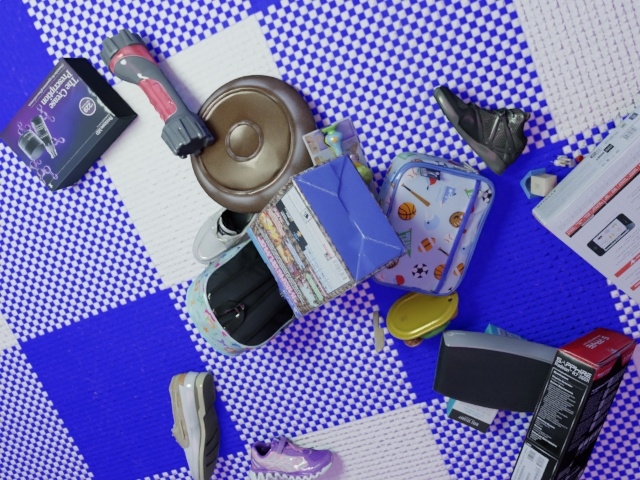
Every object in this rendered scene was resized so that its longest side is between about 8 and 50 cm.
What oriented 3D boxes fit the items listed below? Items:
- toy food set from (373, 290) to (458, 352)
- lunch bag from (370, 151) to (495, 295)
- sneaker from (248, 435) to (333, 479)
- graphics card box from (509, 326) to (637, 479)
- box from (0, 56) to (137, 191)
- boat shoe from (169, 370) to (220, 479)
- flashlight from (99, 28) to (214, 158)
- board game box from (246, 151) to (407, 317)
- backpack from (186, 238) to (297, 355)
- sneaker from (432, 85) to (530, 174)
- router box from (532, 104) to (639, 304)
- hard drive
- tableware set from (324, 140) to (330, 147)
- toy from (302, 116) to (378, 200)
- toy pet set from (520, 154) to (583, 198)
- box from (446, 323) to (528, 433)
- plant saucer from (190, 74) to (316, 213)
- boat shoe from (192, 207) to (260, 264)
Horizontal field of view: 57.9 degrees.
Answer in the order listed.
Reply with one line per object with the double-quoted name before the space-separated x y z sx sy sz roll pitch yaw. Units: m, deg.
"toy food set" 0.228 0.185 1.338 0.217 0.128 0.071 -28 128 16
"lunch bag" 0.235 -0.036 1.243 0.243 0.115 0.303 13 111 -11
"sneaker" -0.085 0.565 1.515 0.236 0.095 0.105 -9 97 15
"graphics card box" 0.547 0.386 1.261 0.094 0.232 0.371 26 114 40
"box" -0.592 -0.270 1.359 0.261 0.103 0.184 -41 98 19
"boat shoe" -0.336 0.493 1.535 0.103 0.113 0.302 0 96 12
"flashlight" -0.363 -0.314 1.256 0.103 0.103 0.304 -37 78 15
"board game box" 0.000 0.000 1.187 0.232 0.141 0.291 59 150 4
"backpack" -0.176 0.132 1.316 0.191 0.253 0.225 -27 102 43
"sneaker" 0.339 -0.255 1.190 0.227 0.087 0.130 44 107 -7
"router box" 0.652 -0.078 1.144 0.301 0.082 0.335 36 110 -16
"hard drive" 0.389 0.298 1.293 0.254 0.054 0.172 9 107 8
"tableware set" -0.037 -0.176 1.317 0.154 0.024 0.104 -4 105 13
"toy" 0.067 -0.141 1.250 0.056 0.137 0.237 -10 106 58
"toy pet set" 0.489 -0.117 1.226 0.114 0.065 0.122 -13 110 -22
"box" 0.393 0.327 1.363 0.100 0.060 0.244 23 109 4
"plant saucer" -0.160 -0.215 1.270 0.310 0.050 0.311 -1 88 17
"boat shoe" -0.214 -0.033 1.360 0.267 0.088 0.096 -38 96 18
